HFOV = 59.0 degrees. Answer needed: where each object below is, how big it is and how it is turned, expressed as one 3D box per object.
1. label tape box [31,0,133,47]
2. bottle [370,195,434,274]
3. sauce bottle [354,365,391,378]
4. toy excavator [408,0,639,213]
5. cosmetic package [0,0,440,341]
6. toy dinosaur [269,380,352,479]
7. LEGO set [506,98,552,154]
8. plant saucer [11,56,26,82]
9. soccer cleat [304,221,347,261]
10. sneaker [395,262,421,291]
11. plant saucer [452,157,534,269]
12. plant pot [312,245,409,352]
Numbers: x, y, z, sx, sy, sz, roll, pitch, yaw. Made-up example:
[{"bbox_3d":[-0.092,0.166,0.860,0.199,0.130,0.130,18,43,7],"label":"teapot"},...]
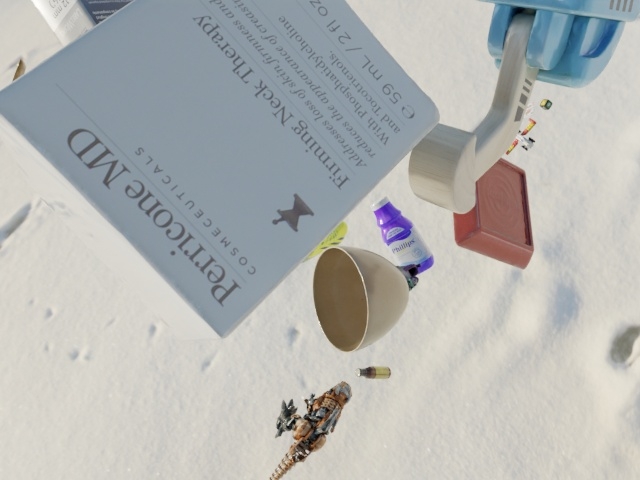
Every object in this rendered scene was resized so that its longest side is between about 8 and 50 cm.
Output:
[{"bbox_3d":[-0.412,-0.448,1.135,0.115,0.348,0.249,-27,8,33],"label":"label tape box"},{"bbox_3d":[0.269,-0.016,1.905,0.118,0.283,0.092,-30,7,20],"label":"bottle"},{"bbox_3d":[0.163,0.412,1.765,0.042,0.128,0.042,-21,63,49],"label":"sauce bottle"},{"bbox_3d":[0.326,-0.286,0.864,0.222,0.446,0.432,26,31,37],"label":"toy excavator"},{"bbox_3d":[-0.131,-0.115,0.753,0.394,0.329,0.327,-46,8,-22],"label":"cosmetic package"},{"bbox_3d":[-0.040,0.535,1.613,0.321,0.164,0.218,-27,-1,-24],"label":"toy dinosaur"},{"bbox_3d":[0.524,-0.310,1.577,0.244,0.060,0.183,-19,47,52],"label":"LEGO set"},{"bbox_3d":[-0.589,-0.313,1.098,0.083,0.015,0.084,-33,48,45],"label":"plant saucer"},{"bbox_3d":[0.000,0.001,2.151,0.289,0.121,0.093,-30,79,-26],"label":"soccer cleat"},{"bbox_3d":[0.240,0.142,1.695,0.098,0.083,0.224,-22,28,34],"label":"sneaker"},{"bbox_3d":[0.388,-0.087,1.248,0.047,0.258,0.259,-22,59,47],"label":"plant saucer"},{"bbox_3d":[0.128,0.147,1.537,0.190,0.284,0.284,-7,37,-28],"label":"plant pot"}]
